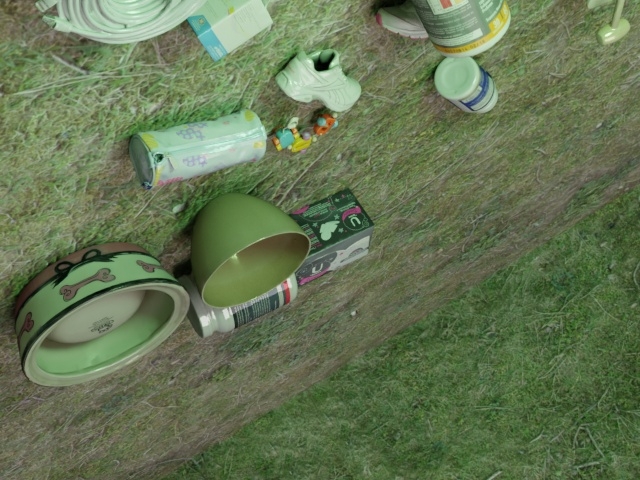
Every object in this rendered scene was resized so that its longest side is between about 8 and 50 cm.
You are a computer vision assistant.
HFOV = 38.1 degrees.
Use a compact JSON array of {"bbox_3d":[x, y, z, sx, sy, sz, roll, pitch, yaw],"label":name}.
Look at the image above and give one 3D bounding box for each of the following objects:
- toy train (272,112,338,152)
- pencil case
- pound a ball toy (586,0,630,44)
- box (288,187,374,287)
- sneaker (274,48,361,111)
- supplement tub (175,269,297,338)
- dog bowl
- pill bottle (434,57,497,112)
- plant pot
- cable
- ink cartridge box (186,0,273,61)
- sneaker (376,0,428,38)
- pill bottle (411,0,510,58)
[{"bbox_3d":[-0.043,-0.251,2.063,0.166,0.046,0.125,-7,144,-50],"label":"toy train"},{"bbox_3d":[-0.244,-0.186,1.850,0.273,0.113,0.124,-18,174,-32],"label":"pencil case"},{"bbox_3d":[0.651,-0.613,2.018,0.136,0.208,0.319,-25,154,-15],"label":"pound a ball toy"},{"bbox_3d":[0.000,0.000,2.468,0.247,0.142,0.163,-24,154,-18],"label":"box"},{"bbox_3d":[0.019,-0.339,1.919,0.232,0.090,0.115,-2,139,-50],"label":"sneaker"},{"bbox_3d":[-0.213,0.119,2.372,0.272,0.191,0.191,-25,155,-18],"label":"supplement tub"},{"bbox_3d":[-0.517,0.163,2.141,0.408,0.150,0.408,-27,156,-14],"label":"dog bowl"},{"bbox_3d":[0.359,-0.371,2.238,0.112,0.112,0.187,-41,155,18],"label":"pill bottle"},{"bbox_3d":[-0.191,-0.002,2.172,0.284,0.191,0.284,-26,156,-13],"label":"plant pot"},{"bbox_3d":[-0.285,-0.406,1.406,0.257,0.089,0.257,-37,157,19],"label":"cable"},{"bbox_3d":[-0.156,-0.396,1.586,0.143,0.092,0.090,-33,157,1],"label":"ink cartridge box"},{"bbox_3d":[0.230,-0.487,1.890,0.252,0.103,0.111,-15,128,-18],"label":"sneaker"},{"bbox_3d":[0.237,-0.488,1.717,0.162,0.162,0.278,-34,132,3],"label":"pill bottle"}]
